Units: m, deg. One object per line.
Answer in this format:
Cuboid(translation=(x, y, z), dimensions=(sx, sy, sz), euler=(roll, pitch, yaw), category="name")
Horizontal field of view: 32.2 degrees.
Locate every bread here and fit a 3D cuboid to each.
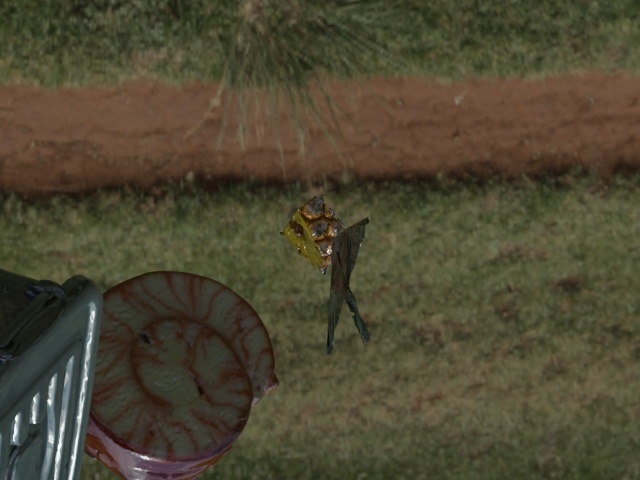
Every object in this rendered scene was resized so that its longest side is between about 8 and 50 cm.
Cuboid(translation=(-0.233, 0.200, 1.666), dimensions=(0.295, 0.328, 0.114), euler=(38, 142, 2), category="bread")

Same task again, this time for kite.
Cuboid(translation=(0.037, 0.068, 1.471), dimensions=(0.012, 0.250, 0.229), euler=(6, 119, -13), category="kite")

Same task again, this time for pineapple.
Cuboid(translation=(0.001, -0.001, 2.022), dimensions=(0.079, 0.135, 0.233), euler=(-42, -179, -9), category="pineapple")

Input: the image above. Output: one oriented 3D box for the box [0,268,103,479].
Cuboid(translation=(-0.236, 0.121, 0.682), dimensions=(0.135, 0.163, 0.243), euler=(21, 124, 9), category="box")
